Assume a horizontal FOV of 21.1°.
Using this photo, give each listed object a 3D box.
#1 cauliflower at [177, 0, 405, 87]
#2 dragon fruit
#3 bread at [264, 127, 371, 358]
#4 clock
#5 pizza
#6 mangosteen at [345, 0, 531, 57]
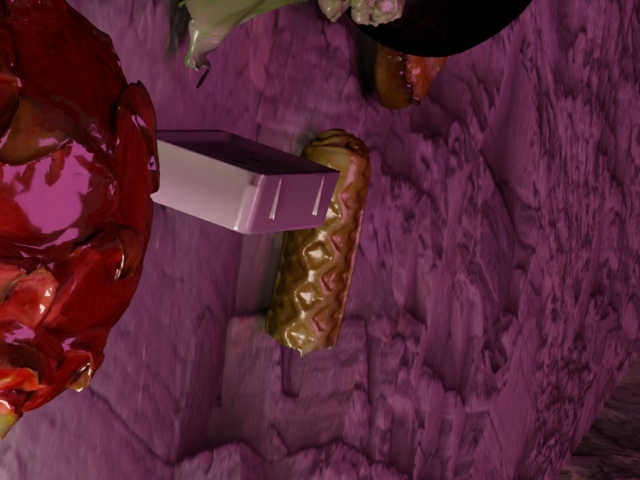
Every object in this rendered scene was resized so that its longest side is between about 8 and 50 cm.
[{"bbox_3d":[-0.054,-0.275,1.604,0.256,0.239,0.315,-10,150,-52],"label":"cauliflower"},{"bbox_3d":[-0.245,-0.029,1.184,0.277,0.277,0.343,26,71,-68],"label":"dragon fruit"},{"bbox_3d":[0.000,0.000,2.027,0.098,0.087,0.270,-12,116,-62],"label":"bread"},{"bbox_3d":[-0.085,-0.059,1.694,0.197,0.150,0.063,-8,116,-67],"label":"clock"},{"bbox_3d":[0.133,-0.332,2.114,0.288,0.074,0.251,-59,155,-32],"label":"pizza"},{"bbox_3d":[0.111,-0.352,1.853,0.302,0.275,0.275,47,54,-20],"label":"mangosteen"}]
